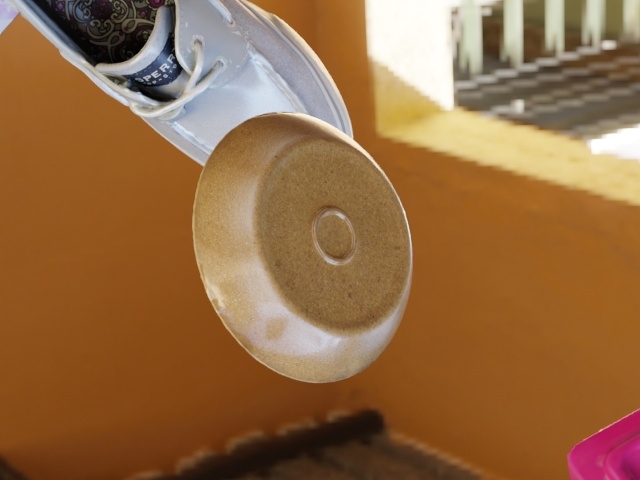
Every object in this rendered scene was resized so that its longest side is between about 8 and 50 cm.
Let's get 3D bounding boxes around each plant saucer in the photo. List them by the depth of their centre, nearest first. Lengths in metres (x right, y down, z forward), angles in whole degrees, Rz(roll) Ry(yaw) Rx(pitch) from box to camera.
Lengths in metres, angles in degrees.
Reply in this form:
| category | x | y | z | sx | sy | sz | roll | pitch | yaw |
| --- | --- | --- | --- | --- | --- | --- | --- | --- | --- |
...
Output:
| category | x | y | z | sx | sy | sz | roll | pitch | yaw |
| --- | --- | --- | --- | --- | --- | --- | --- | --- | --- |
| plant saucer | 0.000 | 0.000 | 0.495 | 0.083 | 0.083 | 0.015 | -19 | -179 | -42 |

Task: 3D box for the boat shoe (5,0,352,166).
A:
| category | x | y | z | sx | sy | sz | roll | pitch | yaw |
| --- | --- | --- | --- | --- | --- | --- | --- | --- | --- |
| boat shoe | -0.078 | -0.089 | 0.736 | 0.079 | 0.227 | 0.081 | -42 | -163 | 20 |

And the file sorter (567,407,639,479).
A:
| category | x | y | z | sx | sy | sz | roll | pitch | yaw |
| --- | --- | --- | --- | --- | --- | --- | --- | --- | --- |
| file sorter | 0.235 | 0.094 | 0.368 | 0.291 | 0.182 | 0.202 | -28 | -126 | -9 |

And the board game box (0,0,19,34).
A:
| category | x | y | z | sx | sy | sz | roll | pitch | yaw |
| --- | --- | --- | --- | --- | --- | --- | --- | --- | --- |
| board game box | -0.317 | -0.230 | 1.225 | 0.066 | 0.318 | 0.318 | 24 | -146 | -42 |
